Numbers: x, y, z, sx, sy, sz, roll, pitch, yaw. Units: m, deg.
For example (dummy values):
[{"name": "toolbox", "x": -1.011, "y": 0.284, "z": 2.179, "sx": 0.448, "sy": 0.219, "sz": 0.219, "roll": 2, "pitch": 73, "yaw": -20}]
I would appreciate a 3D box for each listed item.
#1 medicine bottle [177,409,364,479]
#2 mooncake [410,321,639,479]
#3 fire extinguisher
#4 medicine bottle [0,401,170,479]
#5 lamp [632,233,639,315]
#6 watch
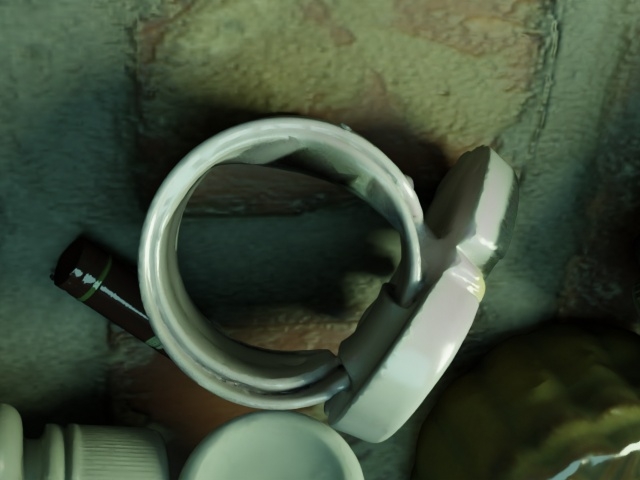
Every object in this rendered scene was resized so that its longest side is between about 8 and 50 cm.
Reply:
[{"name": "medicine bottle", "x": -0.030, "y": 0.247, "z": 0.856, "sx": 0.144, "sy": 0.145, "sz": 0.252, "roll": -16, "pitch": 146, "yaw": -5}, {"name": "mooncake", "x": 0.227, "y": 0.221, "z": 0.939, "sx": 0.290, "sy": 0.161, "sz": 0.290, "roll": -6, "pitch": 118, "yaw": -12}, {"name": "fire extinguisher", "x": -0.133, "y": 0.058, "z": 0.834, "sx": 0.158, "sy": 0.043, "sz": 0.064, "roll": 38, "pitch": 130, "yaw": -27}, {"name": "medicine bottle", "x": -0.290, "y": 0.220, "z": 0.786, "sx": 0.339, "sy": 0.208, "sz": 0.208, "roll": 5, "pitch": 116, "yaw": -16}, {"name": "lamp", "x": 0.377, "y": 0.007, "z": 0.832, "sx": 0.205, "sy": 0.374, "sz": 0.272, "roll": 29, "pitch": 139, "yaw": -32}, {"name": "watch", "x": 0.000, "y": 0.000, "z": 0.782, "sx": 0.231, "sy": 0.196, "sz": 0.244, "roll": 31, "pitch": 94, "yaw": -2}]
